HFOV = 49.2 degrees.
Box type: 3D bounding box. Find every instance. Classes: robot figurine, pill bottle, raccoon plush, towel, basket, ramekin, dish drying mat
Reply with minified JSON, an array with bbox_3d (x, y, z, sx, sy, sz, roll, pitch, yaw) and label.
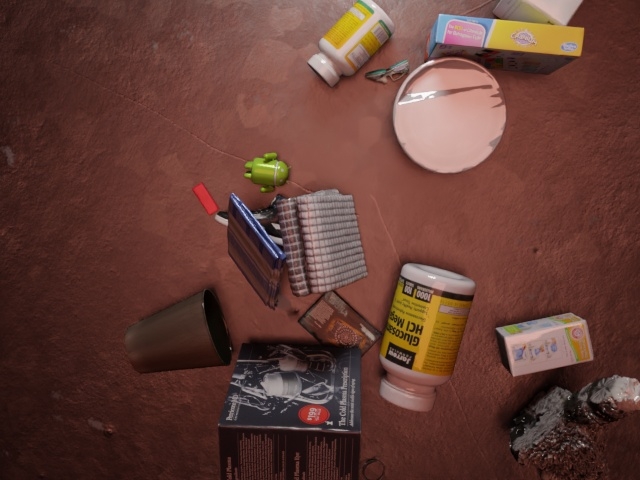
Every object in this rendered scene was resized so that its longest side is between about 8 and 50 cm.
[{"bbox_3d":[-0.133,-0.172,1.765,0.115,0.067,0.101,8,106,1],"label":"robot figurine"},{"bbox_3d":[0.252,0.238,1.727,0.187,0.188,0.334,14,96,1],"label":"pill bottle"},{"bbox_3d":[0.656,0.511,1.647,0.299,0.446,0.216,41,64,-2],"label":"raccoon plush"},{"bbox_3d":[0.070,-0.476,1.700,0.117,0.117,0.208,44,96,-2],"label":"pill bottle"},{"bbox_3d":[-0.157,0.033,1.673,0.034,0.285,0.209,-31,70,-22],"label":"towel"},{"bbox_3d":[0.000,0.000,1.679,0.121,0.283,0.235,-10,92,23],"label":"towel"},{"bbox_3d":[-0.365,0.248,1.780,0.226,0.154,0.205,-15,98,8],"label":"basket"},{"bbox_3d":[0.307,-0.302,1.695,0.272,0.127,0.273,1,100,4],"label":"ramekin"},{"bbox_3d":[-0.297,-0.107,1.809,0.032,0.008,0.083,-33,92,5],"label":"dish drying mat"}]

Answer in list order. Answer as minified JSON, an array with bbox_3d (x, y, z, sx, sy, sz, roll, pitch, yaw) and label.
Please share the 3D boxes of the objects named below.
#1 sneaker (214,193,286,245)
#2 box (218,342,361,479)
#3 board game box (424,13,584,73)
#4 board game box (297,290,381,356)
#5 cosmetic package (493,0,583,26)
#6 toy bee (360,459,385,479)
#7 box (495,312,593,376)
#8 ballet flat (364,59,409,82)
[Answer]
[{"bbox_3d":[-0.150,-0.069,1.777,0.216,0.079,0.121,18,93,-7],"label":"sneaker"},{"bbox_3d":[-0.060,0.411,1.667,0.312,0.343,0.179,1,113,2],"label":"box"},{"bbox_3d":[0.413,-0.450,1.625,0.316,0.242,0.064,6,95,2],"label":"board game box"},{"bbox_3d":[0.050,0.228,1.817,0.186,0.026,0.126,44,96,-2],"label":"board game box"},{"bbox_3d":[0.583,-0.667,1.611,0.156,0.217,0.385,35,94,0],"label":"cosmetic package"},{"bbox_3d":[0.004,0.616,1.791,0.298,0.162,0.195,-27,92,5],"label":"toy bee"},{"bbox_3d":[0.558,0.258,1.751,0.203,0.114,0.103,-12,94,3],"label":"box"},{"bbox_3d":[0.168,-0.414,1.743,0.114,0.041,0.041,-17,95,5],"label":"ballet flat"}]
